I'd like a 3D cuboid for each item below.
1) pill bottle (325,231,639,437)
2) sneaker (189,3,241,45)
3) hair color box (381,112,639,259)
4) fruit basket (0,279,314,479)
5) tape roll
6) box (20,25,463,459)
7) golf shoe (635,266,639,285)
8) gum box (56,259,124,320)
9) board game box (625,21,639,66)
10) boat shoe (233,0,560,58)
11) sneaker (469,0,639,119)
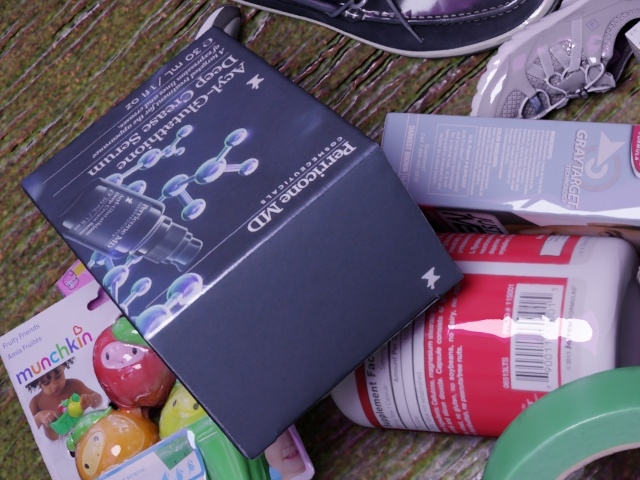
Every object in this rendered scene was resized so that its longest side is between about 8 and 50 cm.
[{"bbox_3d":[0.146,0.104,1.673,0.408,0.229,0.229,2,78,21],"label":"pill bottle"},{"bbox_3d":[-0.130,-0.172,1.926,0.108,0.100,0.271,9,84,8],"label":"sneaker"},{"bbox_3d":[0.269,-0.057,1.688,0.375,0.185,0.113,4,77,22],"label":"hair color box"},{"bbox_3d":[-0.214,0.200,1.799,0.327,0.165,0.353,-30,79,16],"label":"fruit basket"},{"bbox_3d":[0.328,0.283,1.535,0.321,0.077,0.321,0,118,1],"label":"tape roll"},{"bbox_3d":[-0.096,-0.012,1.595,0.293,0.212,0.395,-40,38,-7],"label":"box"},{"bbox_3d":[0.423,0.059,1.608,0.086,0.176,0.069,20,91,54],"label":"golf shoe"},{"bbox_3d":[-0.243,0.039,1.926,0.188,0.062,0.107,-45,66,6],"label":"gum box"},{"bbox_3d":[0.407,-0.235,1.697,0.103,0.154,0.026,-41,67,7],"label":"board game box"},{"bbox_3d":[0.055,-0.348,1.859,0.500,0.156,0.186,14,81,22],"label":"boat shoe"},{"bbox_3d":[0.294,-0.208,1.752,0.281,0.105,0.115,-45,58,5],"label":"sneaker"}]
